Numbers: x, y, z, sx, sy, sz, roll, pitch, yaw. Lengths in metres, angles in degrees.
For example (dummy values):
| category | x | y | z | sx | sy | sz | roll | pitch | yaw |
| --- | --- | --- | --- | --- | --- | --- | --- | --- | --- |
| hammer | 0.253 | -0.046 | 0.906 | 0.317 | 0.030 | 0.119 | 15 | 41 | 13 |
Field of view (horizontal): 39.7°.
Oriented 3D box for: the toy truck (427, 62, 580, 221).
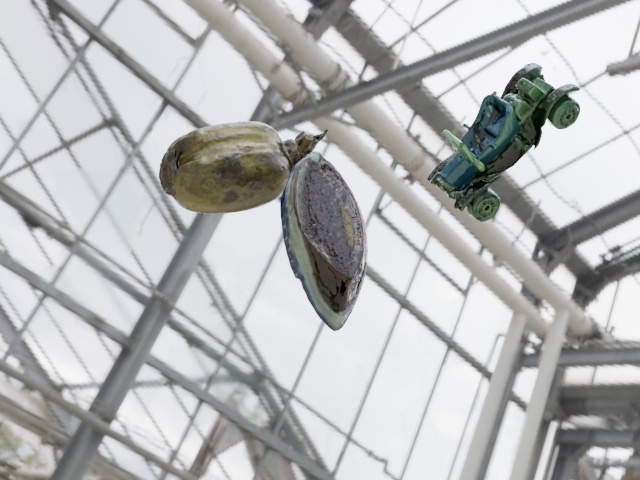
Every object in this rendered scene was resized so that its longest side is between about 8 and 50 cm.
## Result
| category | x | y | z | sx | sy | sz | roll | pitch | yaw |
| --- | --- | --- | --- | --- | --- | --- | --- | --- | --- |
| toy truck | 0.160 | -0.101 | 0.821 | 0.078 | 0.154 | 0.080 | 35 | 9 | -39 |

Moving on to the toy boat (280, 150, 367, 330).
| category | x | y | z | sx | sy | sz | roll | pitch | yaw |
| --- | --- | --- | --- | --- | --- | --- | --- | --- | --- |
| toy boat | 0.000 | 0.000 | 1.244 | 0.114 | 0.262 | 0.115 | 0 | -34 | -20 |

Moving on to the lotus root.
| category | x | y | z | sx | sy | sz | roll | pitch | yaw |
| --- | --- | --- | --- | --- | --- | --- | --- | --- | --- |
| lotus root | -0.121 | -0.120 | 1.435 | 0.278 | 0.154 | 0.154 | -13 | -23 | -16 |
